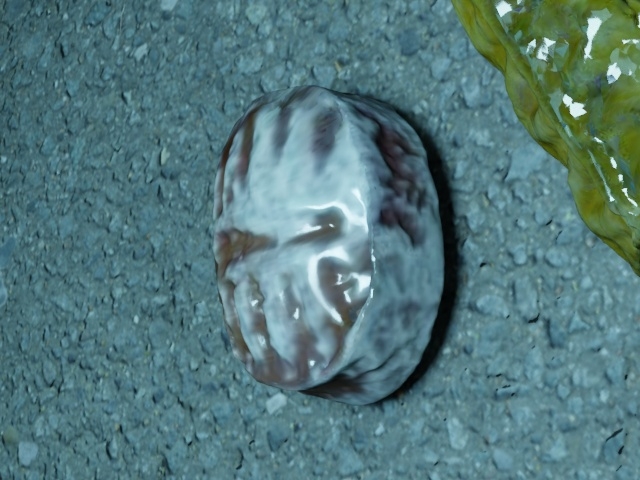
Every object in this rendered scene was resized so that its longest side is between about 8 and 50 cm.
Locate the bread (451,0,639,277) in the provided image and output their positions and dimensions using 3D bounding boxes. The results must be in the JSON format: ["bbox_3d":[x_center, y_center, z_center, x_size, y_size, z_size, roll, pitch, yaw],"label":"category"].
[{"bbox_3d":[0.174,-0.116,0.952,0.152,0.130,0.268,-49,62,42],"label":"bread"}]

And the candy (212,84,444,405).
[{"bbox_3d":[0.000,0.000,1.392,0.214,0.157,0.290,-21,68,42],"label":"candy"}]
